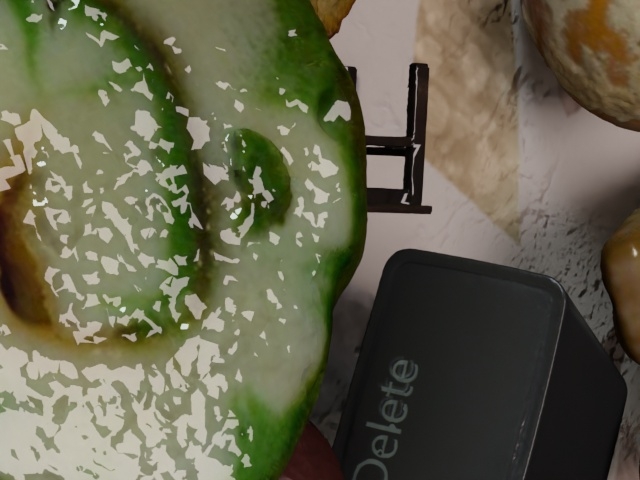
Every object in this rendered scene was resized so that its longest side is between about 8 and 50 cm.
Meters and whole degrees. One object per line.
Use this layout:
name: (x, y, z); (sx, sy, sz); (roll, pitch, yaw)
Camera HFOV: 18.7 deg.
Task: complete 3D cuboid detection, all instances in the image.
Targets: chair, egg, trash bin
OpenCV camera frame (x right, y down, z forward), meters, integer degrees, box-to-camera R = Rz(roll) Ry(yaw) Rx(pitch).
chair: (0.000, 0.000, 1.150); (0.101, 0.084, 0.213); (-1, 94, -37)
egg: (0.221, -0.181, 1.255); (0.195, 0.195, 0.233); (-2, 72, -41)
trash bin: (0.105, 0.118, 1.185); (0.225, 0.115, 0.165); (38, 66, -65)

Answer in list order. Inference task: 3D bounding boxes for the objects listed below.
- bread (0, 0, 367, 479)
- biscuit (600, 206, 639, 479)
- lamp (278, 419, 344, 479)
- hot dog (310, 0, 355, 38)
bread: (-0.162, -0.023, 0.914); (0.382, 0.129, 0.366); (-12, 87, -29)
biscuit: (0.265, 0.068, 1.333); (0.290, 0.062, 0.237); (-31, 113, -62)
lamp: (-0.061, 0.155, 1.057); (0.135, 0.156, 0.157); (5, 91, -43)
hot dog: (-0.006, -0.233, 1.108); (0.175, 0.114, 0.259); (45, 65, -29)
